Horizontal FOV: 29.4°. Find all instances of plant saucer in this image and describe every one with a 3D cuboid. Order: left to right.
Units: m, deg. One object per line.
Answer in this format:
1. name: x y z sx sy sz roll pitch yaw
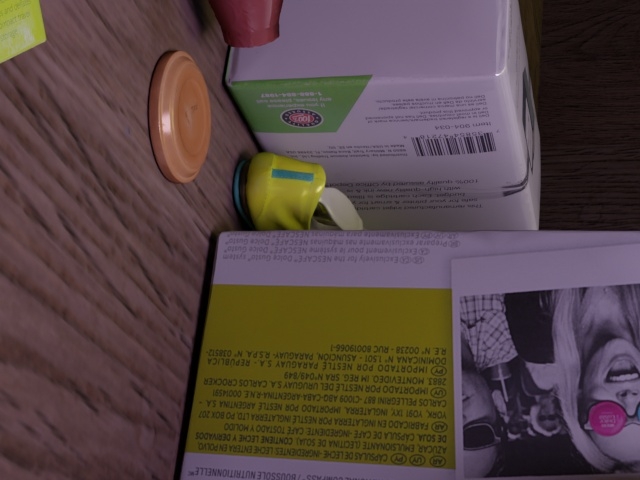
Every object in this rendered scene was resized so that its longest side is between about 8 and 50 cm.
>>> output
1. plant saucer: -0.086 -0.078 0.768 0.083 0.013 0.083 0 90 -75

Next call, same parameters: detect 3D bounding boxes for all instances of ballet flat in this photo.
1. ballet flat: 0.000 0.000 0.961 0.231 0.077 0.077 59 31 -62

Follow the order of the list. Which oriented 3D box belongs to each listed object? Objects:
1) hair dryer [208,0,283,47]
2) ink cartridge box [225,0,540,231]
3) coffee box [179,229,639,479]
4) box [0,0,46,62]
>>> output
1. hair dryer: -0.052 -0.206 0.688 0.293 0.080 0.223 89 -4 -68
2. ink cartridge box: 0.064 -0.099 0.964 0.273 0.199 0.114 62 31 -61
3. coffee box: 0.109 0.205 0.873 0.337 0.338 0.334 56 38 -63
4. box: -0.157 -0.146 0.446 0.109 0.042 0.178 -52 140 -60
